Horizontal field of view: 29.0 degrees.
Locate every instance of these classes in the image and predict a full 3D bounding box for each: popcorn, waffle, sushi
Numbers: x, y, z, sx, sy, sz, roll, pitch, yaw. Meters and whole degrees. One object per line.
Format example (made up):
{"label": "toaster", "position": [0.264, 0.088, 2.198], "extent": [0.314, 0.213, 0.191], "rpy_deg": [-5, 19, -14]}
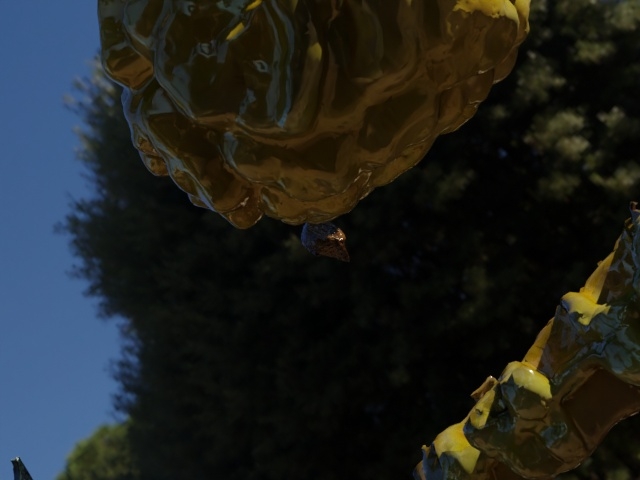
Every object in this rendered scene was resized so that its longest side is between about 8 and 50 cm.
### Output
{"label": "popcorn", "position": [0.004, -0.168, 0.987], "extent": [0.349, 0.349, 0.381], "rpy_deg": [-46, -24, 4]}
{"label": "waffle", "position": [0.105, 0.018, 0.398], "extent": [0.160, 0.046, 0.192], "rpy_deg": [-34, -18, -50]}
{"label": "sushi", "position": [0.000, 0.000, 1.665], "extent": [0.050, 0.099, 0.047], "rpy_deg": [-7, -60, -26]}

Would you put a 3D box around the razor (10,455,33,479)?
{"label": "razor", "position": [-0.381, 0.306, 1.295], "extent": [0.190, 0.033, 0.066], "rpy_deg": [-32, -64, -20]}
